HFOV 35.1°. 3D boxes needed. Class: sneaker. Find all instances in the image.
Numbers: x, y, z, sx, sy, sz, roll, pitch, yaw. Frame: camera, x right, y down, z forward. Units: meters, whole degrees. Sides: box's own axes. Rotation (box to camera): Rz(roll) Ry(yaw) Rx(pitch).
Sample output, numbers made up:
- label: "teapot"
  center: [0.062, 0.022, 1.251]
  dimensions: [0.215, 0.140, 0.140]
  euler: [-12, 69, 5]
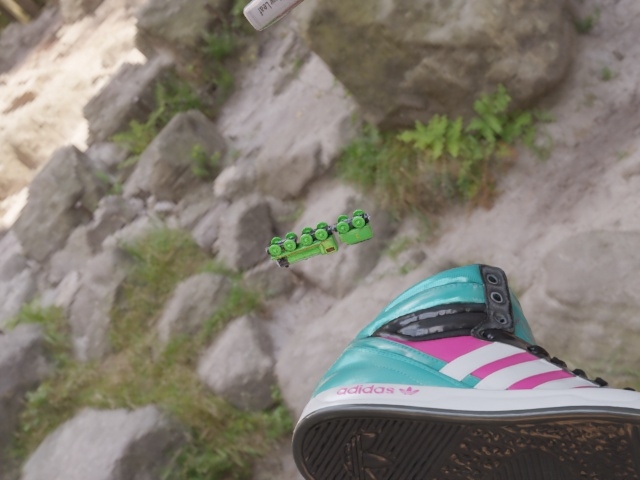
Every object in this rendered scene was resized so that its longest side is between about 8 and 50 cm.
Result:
- label: "sneaker"
  center: [0.144, 0.100, 0.664]
  dimensions: [0.296, 0.123, 0.178]
  euler: [5, 31, 11]

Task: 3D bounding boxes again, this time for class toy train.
- label: "toy train"
  center: [0.000, 0.000, 0.751]
  dimensions: [0.083, 0.023, 0.017]
  euler: [-19, 24, 14]

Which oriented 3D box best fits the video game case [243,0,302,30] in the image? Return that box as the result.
- label: "video game case"
  center: [0.062, -0.234, 0.682]
  dimensions: [0.212, 0.023, 0.193]
  euler: [-44, 13, -28]
